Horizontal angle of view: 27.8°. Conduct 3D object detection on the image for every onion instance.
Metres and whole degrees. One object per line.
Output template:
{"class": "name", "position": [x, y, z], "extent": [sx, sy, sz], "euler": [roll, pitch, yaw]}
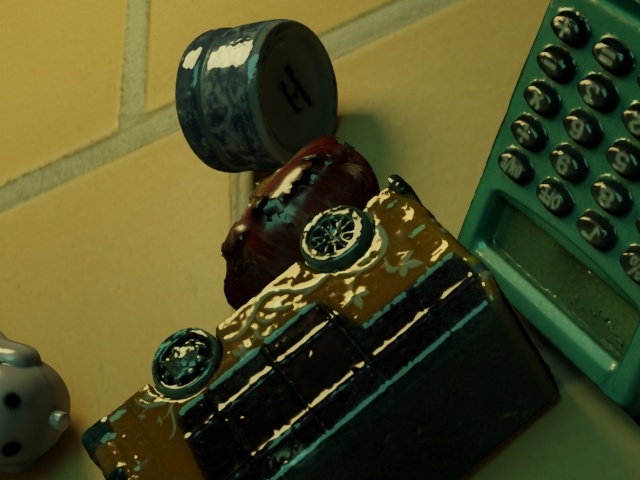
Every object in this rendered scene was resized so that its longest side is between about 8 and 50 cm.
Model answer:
{"class": "onion", "position": [0.000, 0.000, 1.115], "extent": [0.147, 0.184, 0.184], "euler": [27, 65, 0]}

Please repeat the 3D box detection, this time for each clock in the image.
{"class": "clock", "position": [-0.348, 0.149, 1.227], "extent": [0.253, 0.189, 0.189], "euler": [13, 63, 33]}

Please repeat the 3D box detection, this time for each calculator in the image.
{"class": "calculator", "position": [0.214, -0.036, 0.937], "extent": [0.248, 0.058, 0.274], "euler": [46, 128, 45]}

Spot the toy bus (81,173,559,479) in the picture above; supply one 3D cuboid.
{"class": "toy bus", "position": [0.002, 0.129, 0.984], "extent": [0.323, 0.162, 0.194], "euler": [-40, 44, -3]}

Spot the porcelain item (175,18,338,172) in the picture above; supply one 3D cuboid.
{"class": "porcelain item", "position": [-0.065, -0.141, 1.275], "extent": [0.114, 0.147, 0.147], "euler": [0, 54, 35]}
